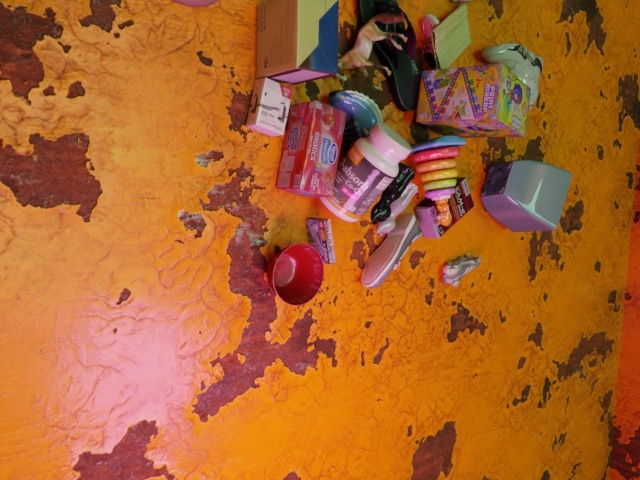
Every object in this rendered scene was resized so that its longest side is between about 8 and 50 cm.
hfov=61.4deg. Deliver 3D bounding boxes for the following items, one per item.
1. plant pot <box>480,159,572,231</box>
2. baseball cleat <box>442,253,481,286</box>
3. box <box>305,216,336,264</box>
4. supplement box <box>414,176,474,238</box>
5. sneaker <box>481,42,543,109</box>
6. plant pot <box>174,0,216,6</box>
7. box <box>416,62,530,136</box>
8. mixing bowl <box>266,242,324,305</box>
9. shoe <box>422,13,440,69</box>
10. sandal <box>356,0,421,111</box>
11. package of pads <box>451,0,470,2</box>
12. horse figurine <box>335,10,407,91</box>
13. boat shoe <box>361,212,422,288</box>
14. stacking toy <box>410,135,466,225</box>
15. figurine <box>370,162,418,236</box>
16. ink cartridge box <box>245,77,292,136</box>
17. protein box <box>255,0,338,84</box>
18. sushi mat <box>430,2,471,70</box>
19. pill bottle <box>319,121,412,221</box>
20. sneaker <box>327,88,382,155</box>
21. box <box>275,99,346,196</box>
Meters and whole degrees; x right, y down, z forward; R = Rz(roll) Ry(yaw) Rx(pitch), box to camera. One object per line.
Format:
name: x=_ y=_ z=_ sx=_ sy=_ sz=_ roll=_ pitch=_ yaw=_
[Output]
plant pot: x=0.794 y=-0.195 z=2.155 sx=0.252 sy=0.247 sz=0.248 roll=23 pitch=81 yaw=-21
baseball cleat: x=0.547 y=0.120 z=2.111 sx=0.205 sy=0.072 sz=0.110 roll=-11 pitch=116 yaw=-32
box: x=0.000 y=0.000 z=1.638 sx=0.027 sy=0.094 sz=0.137 roll=-18 pitch=106 yaw=-35
supplement box: x=0.462 y=-0.123 z=2.001 sx=0.239 sy=0.073 sz=0.130 roll=-38 pitch=116 yaw=-30
sneaker: x=0.763 y=-0.642 z=2.134 sx=0.365 sy=0.137 sz=0.210 roll=1 pitch=92 yaw=-42
plant pot: x=-0.279 y=-0.725 z=1.272 sx=0.284 sy=0.191 sz=0.284 roll=-5 pitch=97 yaw=-37
box: x=0.526 y=-0.463 z=1.845 sx=0.290 sy=0.279 sz=0.177 roll=5 pitch=92 yaw=-52
mixing bowl: x=-0.088 y=0.093 z=1.576 sx=0.181 sy=0.098 sz=0.182 roll=-6 pitch=100 yaw=-37
shoe: x=0.387 y=-0.690 z=1.880 sx=0.081 sy=0.063 sz=0.178 roll=-49 pitch=126 yaw=-30
sandal: x=0.258 y=-0.639 z=1.757 sx=0.167 sy=0.107 sz=0.446 roll=-43 pitch=119 yaw=-26
package of pads: x=0.579 y=-1.006 z=1.971 sx=0.296 sy=0.101 sz=0.229 roll=-29 pitch=112 yaw=-32
horse figurine: x=0.157 y=-0.588 z=1.656 sx=0.174 sy=0.066 sz=0.263 roll=27 pitch=97 yaw=1
boat shoe: x=0.253 y=0.049 z=1.831 sx=0.099 sy=0.116 sz=0.319 roll=48 pitch=61 yaw=-27
stacking toy: x=0.414 y=-0.200 z=1.871 sx=0.175 sy=0.165 sz=0.302 roll=-10 pitch=93 yaw=-36
figurine: x=0.231 y=-0.123 z=1.774 sx=0.209 sy=0.092 sz=0.215 roll=-61 pitch=160 yaw=-8
ink cartridge box: x=-0.142 y=-0.370 z=1.506 sx=0.099 sy=0.056 sz=0.135 roll=13 pitch=87 yaw=-39
protein box: x=-0.066 y=-0.540 z=1.453 sx=0.136 sy=0.201 sz=0.200 roll=-4 pitch=98 yaw=-38
sushi mat: x=0.468 y=-0.719 z=1.914 sx=0.316 sy=0.019 sz=0.151 roll=-49 pitch=132 yaw=-40
pill bottle: x=0.131 y=-0.202 z=1.597 sx=0.162 sy=0.162 sz=0.278 roll=20 pitch=120 yaw=-38
sneaker: x=0.128 y=-0.330 z=1.679 sx=0.330 sy=0.129 sz=0.147 roll=46 pitch=65 yaw=-33
box: x=-0.028 y=-0.261 z=1.563 sx=0.122 sy=0.128 sz=0.257 roll=11 pitch=88 yaw=-39
